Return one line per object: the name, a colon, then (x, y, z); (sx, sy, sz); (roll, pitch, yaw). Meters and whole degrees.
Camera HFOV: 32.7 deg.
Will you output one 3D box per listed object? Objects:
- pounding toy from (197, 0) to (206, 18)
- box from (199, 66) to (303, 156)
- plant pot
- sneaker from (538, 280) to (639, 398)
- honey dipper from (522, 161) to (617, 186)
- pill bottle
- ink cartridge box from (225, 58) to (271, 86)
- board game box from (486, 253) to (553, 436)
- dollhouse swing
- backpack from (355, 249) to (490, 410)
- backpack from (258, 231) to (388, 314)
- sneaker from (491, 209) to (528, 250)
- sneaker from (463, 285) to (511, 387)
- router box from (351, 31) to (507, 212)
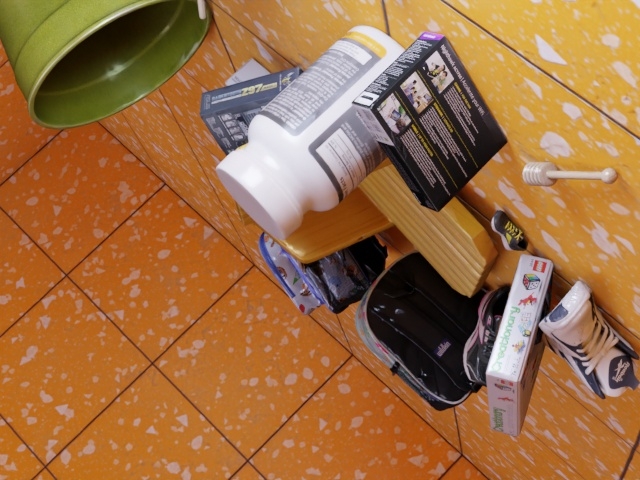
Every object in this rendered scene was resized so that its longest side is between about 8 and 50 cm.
pounding toy: (-0.158, -0.404, 1.571); (0.130, 0.100, 0.141); (50, 168, -19)
box: (-0.078, -0.184, 1.892); (0.233, 0.183, 0.059); (57, -154, -49)
plant pot: (-0.443, -0.448, 1.945); (0.353, 0.366, 0.366); (56, 171, 10)
sneaker: (0.394, 0.150, 1.550); (0.153, 0.094, 0.235); (41, 168, 18)
honey dipper: (0.292, -0.075, 1.277); (0.030, 0.030, 0.160); (50, 167, -19)
pill bottle: (0.005, -0.141, 1.450); (0.162, 0.278, 0.162); (45, 169, 11)
ink cartridge box: (-0.095, -0.236, 2.018); (0.127, 0.072, 0.175); (42, 168, 19)
board game box: (0.307, 0.170, 1.682); (0.053, 0.193, 0.305); (14, 158, 16)
dollhouse swing: (0.064, -0.011, 1.743); (0.347, 0.315, 0.305); (89, 156, -74)
backpack: (0.193, 0.150, 1.947); (0.253, 0.225, 0.191); (41, 166, -1)
backpack: (0.000, 0.000, 2.128); (0.263, 0.213, 0.276); (63, -174, -7)
sneaker: (0.275, -0.015, 1.575); (0.035, 0.031, 0.083); (15, 154, 44)
sneaker: (0.283, 0.153, 1.802); (0.072, 0.178, 0.077); (12, 158, -4)
router box: (0.137, -0.143, 1.335); (0.179, 0.133, 0.046); (53, 166, -32)
